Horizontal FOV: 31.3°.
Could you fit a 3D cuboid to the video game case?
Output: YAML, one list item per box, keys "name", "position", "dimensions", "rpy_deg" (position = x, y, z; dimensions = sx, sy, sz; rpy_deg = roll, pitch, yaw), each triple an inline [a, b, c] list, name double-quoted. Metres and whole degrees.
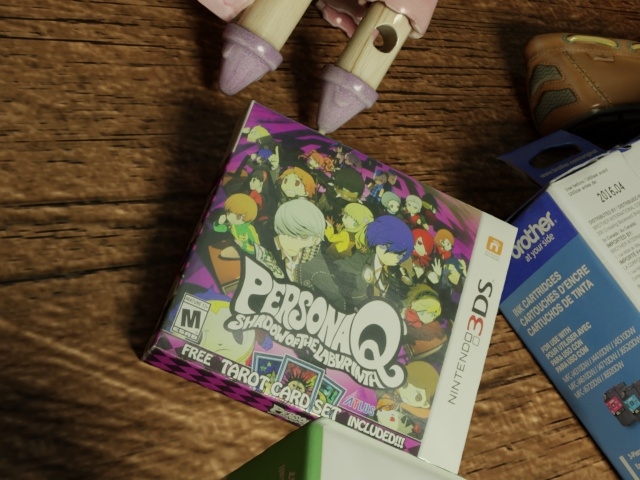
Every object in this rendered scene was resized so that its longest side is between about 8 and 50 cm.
- name: "video game case"
  position: [0.016, 0.036, 0.824]
  dimensions: [0.232, 0.042, 0.210]
  rpy_deg: [25, 61, -11]

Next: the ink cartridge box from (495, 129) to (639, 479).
- name: "ink cartridge box"
  position: [0.323, 0.048, 1.014]
  dimensions: [0.270, 0.151, 0.395]
  rpy_deg: [-24, 75, -36]

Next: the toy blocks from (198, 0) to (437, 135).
- name: "toy blocks"
  position: [-0.020, -0.233, 0.915]
  dimensions: [0.288, 0.309, 0.260]
  rpy_deg: [35, 84, -24]

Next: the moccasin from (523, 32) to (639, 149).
- name: "moccasin"
  position: [0.372, -0.178, 1.292]
  dimensions: [0.380, 0.139, 0.147]
  rpy_deg: [-5, 71, -31]

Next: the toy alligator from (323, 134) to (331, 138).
- name: "toy alligator"
  position: [0.000, 0.000, 0.898]
  dimensions: [0.051, 0.056, 0.190]
  rpy_deg: [-12, 60, 5]

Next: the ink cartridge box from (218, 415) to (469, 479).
- name: "ink cartridge box"
  position: [-0.045, 0.234, 0.505]
  dimensions: [0.117, 0.278, 0.201]
  rpy_deg: [27, 45, -26]
